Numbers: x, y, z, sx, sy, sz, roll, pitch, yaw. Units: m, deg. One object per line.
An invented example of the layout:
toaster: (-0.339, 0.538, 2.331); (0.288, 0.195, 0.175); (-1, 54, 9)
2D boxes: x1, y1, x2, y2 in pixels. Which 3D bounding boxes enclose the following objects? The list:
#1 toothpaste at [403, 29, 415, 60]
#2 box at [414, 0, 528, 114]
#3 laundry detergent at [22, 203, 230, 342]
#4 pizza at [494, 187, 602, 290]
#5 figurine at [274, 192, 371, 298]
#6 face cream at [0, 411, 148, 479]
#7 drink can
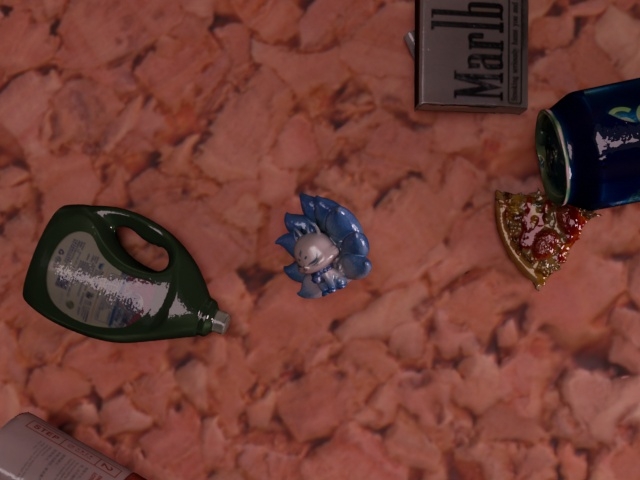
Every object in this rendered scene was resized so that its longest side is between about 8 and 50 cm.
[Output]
toothpaste: (0.115, -0.183, 0.716); (0.024, 0.015, 0.083); (-29, 88, 11)
box: (0.154, -0.219, 0.698); (0.115, 0.036, 0.178); (2, 85, -4)
laundry detergent: (-0.191, 0.043, 0.706); (0.210, 0.063, 0.137); (17, 81, 7)
pizza: (0.214, -0.017, 0.684); (0.099, 0.029, 0.100); (38, 90, 9)
figurine: (0.000, 0.000, 0.680); (0.114, 0.079, 0.114); (21, 122, 39)
face cream: (-0.230, 0.264, 0.675); (0.214, 0.096, 0.096); (26, 89, 7)
drink can: (0.314, -0.097, 0.636); (0.204, 0.118, 0.118); (-11, 84, 4)
